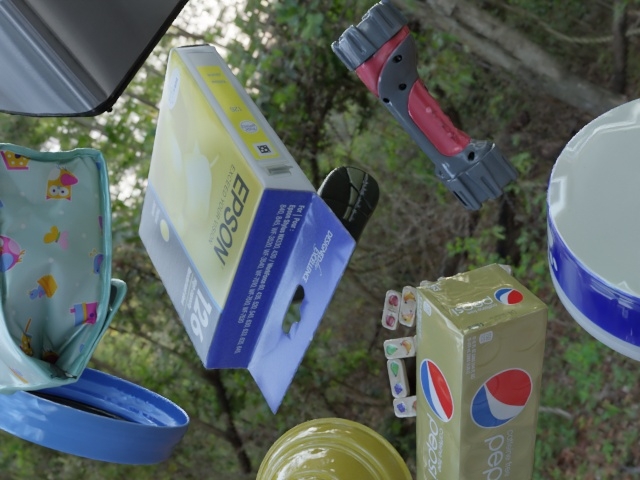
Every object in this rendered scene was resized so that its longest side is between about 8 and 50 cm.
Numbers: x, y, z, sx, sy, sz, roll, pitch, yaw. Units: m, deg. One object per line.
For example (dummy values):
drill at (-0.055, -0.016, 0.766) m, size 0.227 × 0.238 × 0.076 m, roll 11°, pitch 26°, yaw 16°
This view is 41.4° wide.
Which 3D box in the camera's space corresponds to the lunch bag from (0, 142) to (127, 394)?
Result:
lunch bag at (-0.335, 0.041, 0.954) m, size 0.223 × 0.160 × 0.262 m, roll -14°, pitch 83°, yaw 48°

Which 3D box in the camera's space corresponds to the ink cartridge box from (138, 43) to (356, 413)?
ink cartridge box at (-0.106, -0.003, 0.943) m, size 0.072 × 0.307 × 0.303 m, roll -10°, pitch -38°, yaw -31°

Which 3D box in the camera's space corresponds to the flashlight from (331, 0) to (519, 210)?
flashlight at (0.149, -0.182, 1.154) m, size 0.103 × 0.304 × 0.103 m, roll -43°, pitch 8°, yaw 0°

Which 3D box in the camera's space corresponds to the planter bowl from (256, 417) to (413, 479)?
planter bowl at (0.003, 0.330, 1.030) m, size 0.217 × 0.217 × 0.090 m, roll -65°, pitch -19°, yaw 4°

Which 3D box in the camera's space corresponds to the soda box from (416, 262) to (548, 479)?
soda box at (0.101, 0.110, 0.554) m, size 0.058 × 0.061 × 0.181 m, roll -132°, pitch 33°, yaw -53°

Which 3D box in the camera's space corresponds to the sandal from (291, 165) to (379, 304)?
sandal at (0.002, 0.000, 1.334) m, size 0.303 × 0.120 × 0.086 m, roll -50°, pitch -4°, yaw -39°

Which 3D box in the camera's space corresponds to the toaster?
toaster at (-0.193, -0.171, 0.594) m, size 0.185 × 0.168 × 0.110 m, roll -61°, pitch -41°, yaw -23°

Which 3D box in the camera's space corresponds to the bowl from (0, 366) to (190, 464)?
bowl at (-0.427, 0.291, 1.487) m, size 0.391 × 0.391 × 0.077 m, roll 124°, pitch 165°, yaw -87°

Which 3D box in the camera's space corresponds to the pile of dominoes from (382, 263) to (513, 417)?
pile of dominoes at (0.176, 0.148, 1.189) m, size 0.251 × 0.040 × 0.195 m, roll -16°, pitch 82°, yaw 43°

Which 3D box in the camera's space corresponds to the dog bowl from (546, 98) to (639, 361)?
dog bowl at (0.349, -0.016, 0.798) m, size 0.264 × 0.265 × 0.104 m, roll -65°, pitch -29°, yaw -31°
